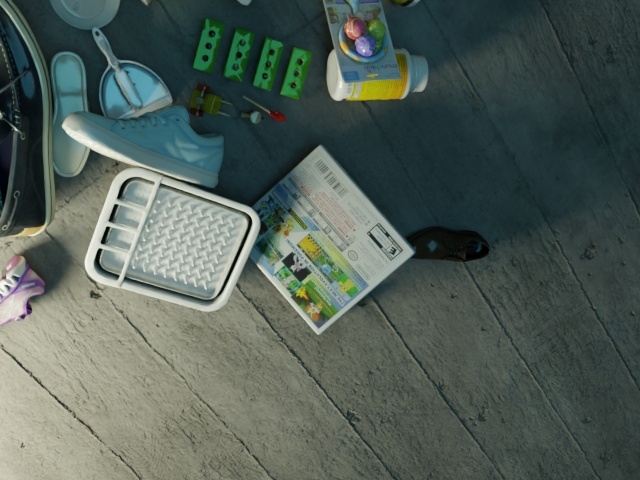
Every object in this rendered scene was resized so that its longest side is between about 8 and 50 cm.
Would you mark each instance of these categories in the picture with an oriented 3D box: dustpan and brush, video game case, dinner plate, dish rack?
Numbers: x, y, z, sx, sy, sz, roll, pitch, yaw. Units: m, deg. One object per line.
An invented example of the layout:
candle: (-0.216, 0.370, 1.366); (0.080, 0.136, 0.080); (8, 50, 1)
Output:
dustpan and brush: (-0.416, -0.344, 1.485); (0.147, 0.060, 0.211); (-29, 113, -6)
video game case: (0.000, 0.000, 1.642); (0.300, 0.036, 0.329); (-41, 90, 9)
dinner plate: (-0.474, -0.492, 1.426); (0.141, 0.017, 0.141); (-1, 119, -2)
dish rack: (-0.327, -0.004, 1.593); (0.333, 0.072, 0.285); (19, 110, -19)

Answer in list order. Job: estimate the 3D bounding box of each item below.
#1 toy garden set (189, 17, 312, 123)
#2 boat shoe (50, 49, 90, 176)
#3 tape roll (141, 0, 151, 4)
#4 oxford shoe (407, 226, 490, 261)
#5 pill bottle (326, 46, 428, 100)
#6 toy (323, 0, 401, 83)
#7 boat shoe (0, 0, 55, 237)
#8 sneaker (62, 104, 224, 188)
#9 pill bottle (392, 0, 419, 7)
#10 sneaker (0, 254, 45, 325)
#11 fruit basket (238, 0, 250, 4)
toy garden set: (-0.164, -0.351, 1.569); (0.244, 0.049, 0.204); (13, 101, -21)
boat shoe: (-0.521, -0.261, 1.471); (0.095, 0.079, 0.254); (-4, 106, -14)
tape roll: (-0.384, -0.552, 1.343); (0.072, 0.219, 0.219); (-46, 114, 1)
oxford shoe: (0.326, 0.015, 1.806); (0.227, 0.096, 0.083); (-4, 110, -14)
pill bottle: (0.129, -0.376, 1.609); (0.215, 0.117, 0.117); (-4, 108, -15)
toy: (0.091, -0.459, 1.536); (0.137, 0.056, 0.237); (-8, 72, -16)
boat shoe: (-0.632, -0.233, 1.378); (0.187, 0.156, 0.500); (10, 112, 24)
sneaker: (-0.353, -0.224, 1.481); (0.366, 0.135, 0.150); (18, 88, -49)
pill bottle: (0.130, -0.597, 1.530); (0.208, 0.119, 0.119); (19, 101, -26)
sneaker: (-0.689, 0.149, 1.547); (0.236, 0.095, 0.104); (-48, 121, 1)
fruit basket: (-0.170, -0.695, 1.370); (0.327, 0.165, 0.353); (32, 103, -26)
